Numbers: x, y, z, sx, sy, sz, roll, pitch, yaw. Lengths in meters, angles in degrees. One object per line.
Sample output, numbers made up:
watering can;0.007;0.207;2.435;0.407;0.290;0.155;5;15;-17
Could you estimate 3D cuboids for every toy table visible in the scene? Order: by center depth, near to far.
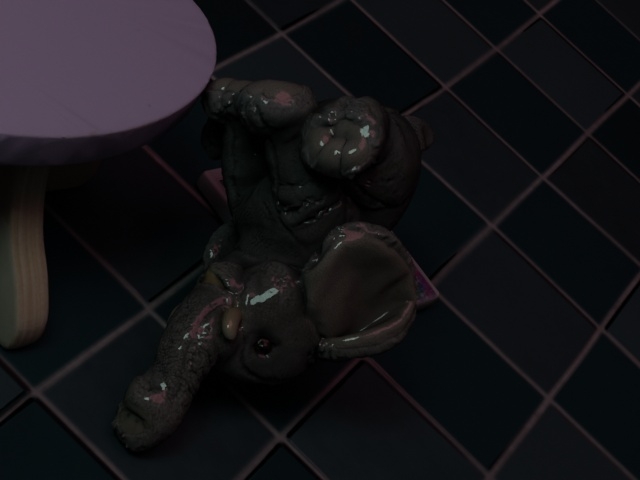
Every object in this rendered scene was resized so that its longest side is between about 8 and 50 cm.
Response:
toy table;-0.210;-0.078;0.989;0.274;0.161;0.252;1;51;-40

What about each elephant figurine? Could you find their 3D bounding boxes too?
elephant figurine;-0.024;0.021;1.051;0.186;0.239;0.169;8;0;-2

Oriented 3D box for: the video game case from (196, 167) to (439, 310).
video game case;0.000;0.000;1.210;0.143;0.019;0.157;-15;61;-49
